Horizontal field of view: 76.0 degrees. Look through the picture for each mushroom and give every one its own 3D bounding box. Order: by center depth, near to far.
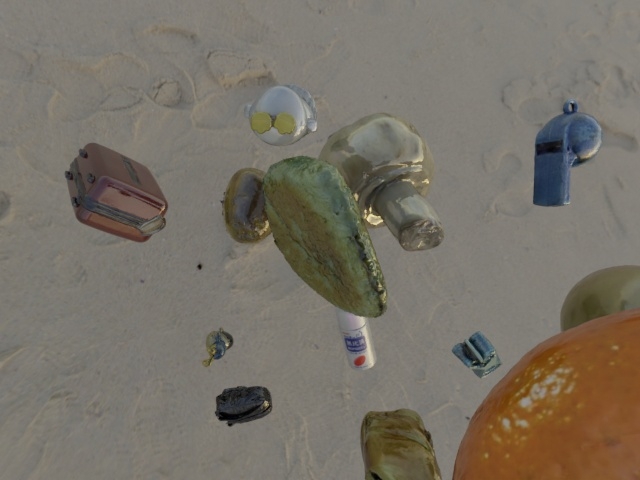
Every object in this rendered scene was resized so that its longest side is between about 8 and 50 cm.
[{"bbox_3d":[0.149,-0.108,0.942,0.315,0.314,0.336,-1,46,-24],"label":"mushroom"}]

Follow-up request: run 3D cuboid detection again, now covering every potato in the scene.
[{"bbox_3d":[-0.183,-0.091,1.049,0.164,0.081,0.200,5,83,-3],"label":"potato"}]

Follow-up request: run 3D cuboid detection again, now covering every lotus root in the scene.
[{"bbox_3d":[-0.417,-0.039,1.029,0.037,0.083,0.030,60,25,-18],"label":"lotus root"}]

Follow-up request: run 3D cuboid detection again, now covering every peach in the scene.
[{"bbox_3d":[0.611,0.174,0.769,0.293,0.247,0.292,5,47,-6],"label":"peach"}]

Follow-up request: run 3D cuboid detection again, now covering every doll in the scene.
[{"bbox_3d":[-0.071,-0.238,0.788,0.139,0.293,0.119,9,113,-2],"label":"doll"},{"bbox_3d":[-0.344,0.346,1.355,0.089,0.179,0.101,19,98,6],"label":"doll"}]

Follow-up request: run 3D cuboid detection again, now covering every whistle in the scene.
[{"bbox_3d":[0.367,-0.129,0.605,0.091,0.090,0.157,-4,96,-25],"label":"whistle"}]

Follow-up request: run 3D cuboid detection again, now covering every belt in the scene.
[{"bbox_3d":[0.408,0.301,1.051,0.087,0.302,0.072,-36,57,10],"label":"belt"}]

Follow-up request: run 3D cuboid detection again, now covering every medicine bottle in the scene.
[{"bbox_3d":[0.148,0.382,1.741,0.130,0.130,0.340,-26,117,-26],"label":"medicine bottle"}]

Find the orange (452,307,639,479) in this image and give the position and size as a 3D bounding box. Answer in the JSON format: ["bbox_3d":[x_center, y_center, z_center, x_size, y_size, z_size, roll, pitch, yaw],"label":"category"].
[{"bbox_3d":[0.319,0.269,0.330,0.326,0.424,0.423,23,68,-51],"label":"orange"}]

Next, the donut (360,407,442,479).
[{"bbox_3d":[0.182,0.554,0.899,0.170,0.360,0.359,-11,83,2],"label":"donut"}]

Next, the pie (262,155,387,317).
[{"bbox_3d":[0.000,0.000,0.731,0.071,0.323,0.323,-33,94,-25],"label":"pie"}]

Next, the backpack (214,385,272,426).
[{"bbox_3d":[-0.232,0.501,1.263,0.165,0.120,0.105,-16,50,-1],"label":"backpack"}]

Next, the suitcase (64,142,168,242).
[{"bbox_3d":[-0.599,-0.143,1.208,0.236,0.297,0.161,27,103,-46],"label":"suitcase"}]
